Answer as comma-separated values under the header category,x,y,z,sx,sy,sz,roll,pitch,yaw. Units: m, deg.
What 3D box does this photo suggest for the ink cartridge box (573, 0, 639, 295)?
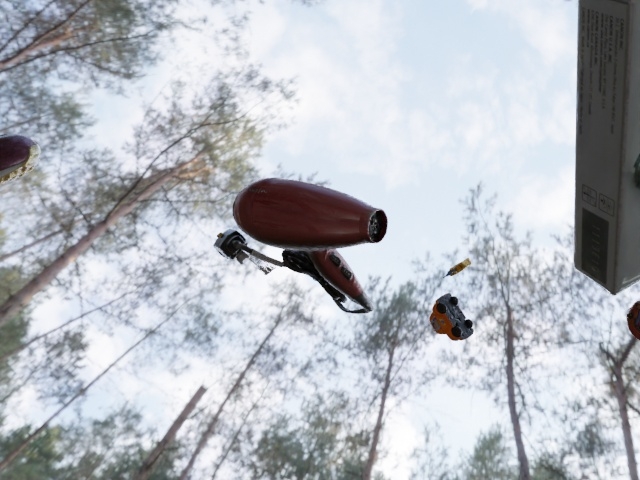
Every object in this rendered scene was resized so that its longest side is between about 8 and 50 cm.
category,x,y,z,sx,sy,sz,roll,pitch,yaw
ink cartridge box,0.321,-0.116,0.626,0.239,0.060,0.275,-25,-53,-15

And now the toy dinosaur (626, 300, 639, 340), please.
category,x,y,z,sx,sy,sz,roll,pitch,yaw
toy dinosaur,0.232,0.054,0.462,0.082,0.090,0.047,-26,-68,33

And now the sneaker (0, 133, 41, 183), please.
category,x,y,z,sx,sy,sz,roll,pitch,yaw
sneaker,-0.280,-0.063,0.484,0.186,0.069,0.083,-10,-79,0

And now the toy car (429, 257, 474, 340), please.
category,x,y,z,sx,sy,sz,roll,pitch,yaw
toy car,0.163,0.076,0.899,0.060,0.122,0.040,47,-51,-4

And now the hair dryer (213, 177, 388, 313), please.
category,x,y,z,sx,sy,sz,roll,pitch,yaw
hair dryer,0.000,0.000,0.881,0.224,0.293,0.080,23,-107,-10
